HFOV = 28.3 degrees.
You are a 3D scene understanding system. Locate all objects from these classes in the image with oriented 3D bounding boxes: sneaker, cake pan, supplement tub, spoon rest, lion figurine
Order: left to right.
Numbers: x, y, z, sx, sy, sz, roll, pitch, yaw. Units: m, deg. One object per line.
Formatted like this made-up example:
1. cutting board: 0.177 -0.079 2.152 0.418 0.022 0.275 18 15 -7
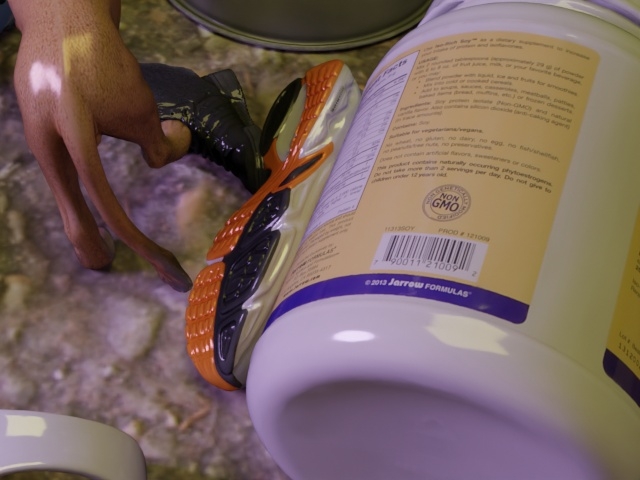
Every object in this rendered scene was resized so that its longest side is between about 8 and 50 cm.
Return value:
1. spoon rest: -0.243 0.144 0.763 0.276 0.084 0.137 -3 48 -9
2. lion figurine: -0.183 -0.166 0.892 0.142 0.240 0.392 -25 67 -6
3. sneaker: -0.099 -0.088 1.013 0.089 0.051 0.170 -13 47 -13
4. cake pan: -0.018 -0.291 1.201 0.293 0.054 0.293 3 47 -3
5. sneaker: 0.000 0.000 0.912 0.121 0.099 0.263 36 63 -26
6. supplement tub: 0.114 0.005 0.795 0.241 0.241 0.331 16 55 10

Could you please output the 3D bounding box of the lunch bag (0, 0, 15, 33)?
1. lunch bag: -0.349 -0.272 0.990 0.138 0.293 0.221 27 51 19
